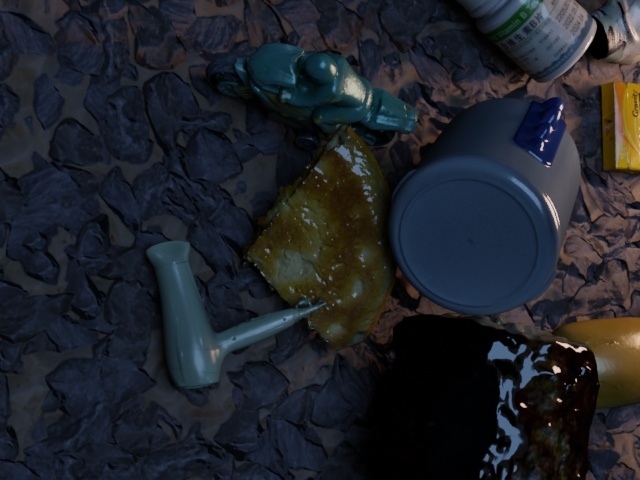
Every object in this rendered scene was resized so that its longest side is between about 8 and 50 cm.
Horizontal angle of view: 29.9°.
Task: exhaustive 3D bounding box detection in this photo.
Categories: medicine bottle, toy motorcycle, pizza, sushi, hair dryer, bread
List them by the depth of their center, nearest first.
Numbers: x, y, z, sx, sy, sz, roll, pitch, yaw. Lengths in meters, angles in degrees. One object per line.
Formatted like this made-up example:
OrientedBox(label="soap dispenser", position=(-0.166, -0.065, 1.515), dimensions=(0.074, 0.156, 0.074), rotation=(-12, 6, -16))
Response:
OrientedBox(label="hair dryer", position=(-0.110, 0.088, 1.669), dimensions=(0.237, 0.075, 0.207), rotation=(-10, 82, -13))
OrientedBox(label="toy motorcycle", position=(-0.004, -0.213, 1.704), dimensions=(0.296, 0.198, 0.109), rotation=(21, 71, -23))
OrientedBox(label="sushi", position=(0.230, 0.256, 1.711), dimensions=(0.299, 0.281, 0.294), rotation=(19, 82, -29))
OrientedBox(label="pizza", position=(0.000, 0.000, 1.720), dimensions=(0.226, 0.086, 0.336), rotation=(-1, 107, 4))
OrientedBox(label="medicine bottle", position=(0.313, -0.372, 1.903), dimensions=(0.237, 0.139, 0.139), rotation=(40, 69, -18))
OrientedBox(label="bread", position=(0.471, 0.197, 1.934), dimensions=(0.217, 0.098, 0.147), rotation=(-6, 83, -27))

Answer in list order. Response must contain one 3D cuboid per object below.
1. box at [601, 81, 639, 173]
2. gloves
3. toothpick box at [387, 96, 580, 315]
OrientedBox(label="box", position=(0.604, -0.187, 2.071), dimensions=(0.269, 0.043, 0.153), rotation=(2, 83, -26))
OrientedBox(label="gloves", position=(0.550, -0.368, 2.035), dimensions=(0.212, 0.111, 0.128), rotation=(-21, 88, -18))
OrientedBox(label="toothpick box", position=(0.261, -0.079, 1.739), dimensions=(0.263, 0.263, 0.355), rotation=(54, 30, -10))
